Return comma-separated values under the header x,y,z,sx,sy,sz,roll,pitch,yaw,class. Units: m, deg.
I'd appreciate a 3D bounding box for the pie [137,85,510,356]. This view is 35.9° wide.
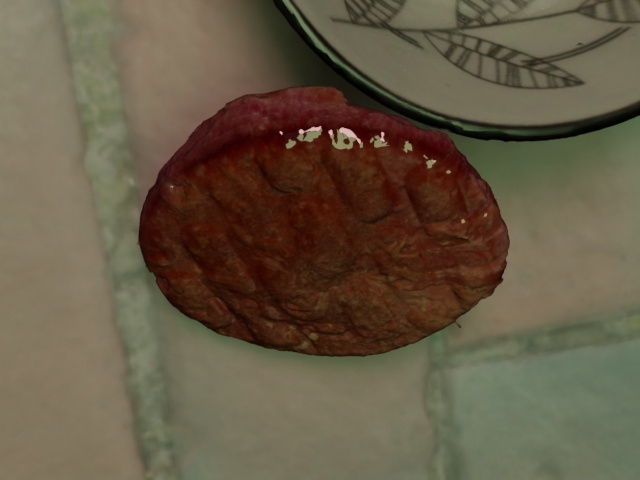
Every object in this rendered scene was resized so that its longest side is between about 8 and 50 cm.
x,y,z,sx,sy,sz,roll,pitch,yaw,class
0.000,0.000,0.489,0.182,0.049,0.182,3,140,2,pie

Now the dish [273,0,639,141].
x,y,z,sx,sy,sz,roll,pitch,yaw,class
0.091,-0.208,0.490,0.316,0.106,0.316,-2,100,-15,dish
